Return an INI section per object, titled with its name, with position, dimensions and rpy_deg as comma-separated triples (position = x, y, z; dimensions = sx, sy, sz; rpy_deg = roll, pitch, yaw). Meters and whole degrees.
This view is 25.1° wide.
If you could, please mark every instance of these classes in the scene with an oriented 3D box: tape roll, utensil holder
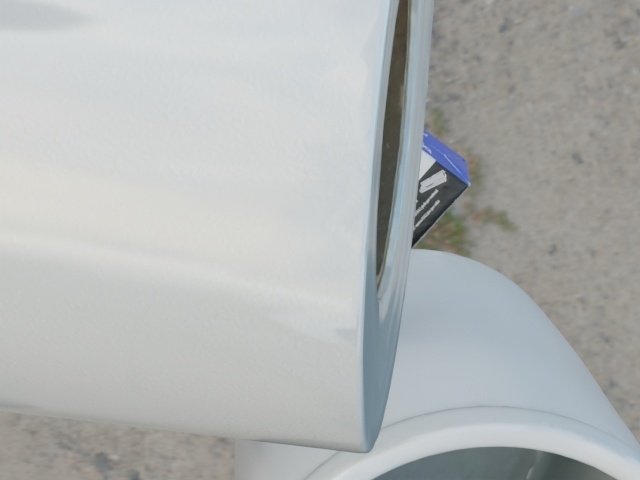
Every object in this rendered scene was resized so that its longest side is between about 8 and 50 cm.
[tape roll]
position = -0.050, -0.050, 0.545
dimensions = 0.169, 0.246, 0.246
rpy_deg = 5, 78, 6
[utensil holder]
position = 0.087, 0.208, 1.101
dimensions = 0.328, 0.385, 0.327
rpy_deg = -2, 108, -5

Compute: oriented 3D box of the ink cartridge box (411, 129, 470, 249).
[ink cartridge box]
position = 0.000, 0.000, 0.998
dimensions = 0.097, 0.207, 0.046
rpy_deg = 35, 23, -14
